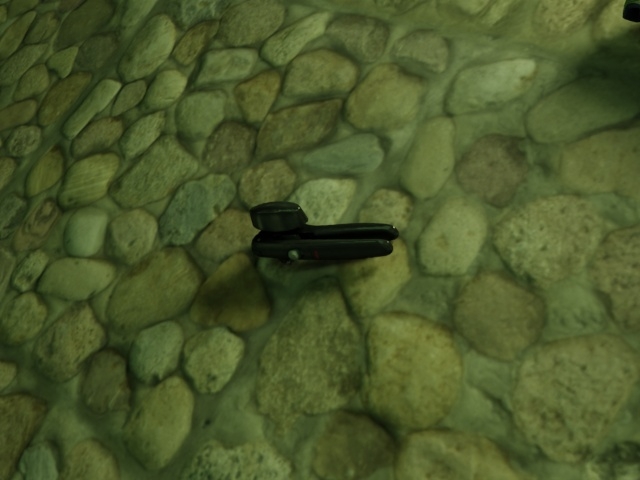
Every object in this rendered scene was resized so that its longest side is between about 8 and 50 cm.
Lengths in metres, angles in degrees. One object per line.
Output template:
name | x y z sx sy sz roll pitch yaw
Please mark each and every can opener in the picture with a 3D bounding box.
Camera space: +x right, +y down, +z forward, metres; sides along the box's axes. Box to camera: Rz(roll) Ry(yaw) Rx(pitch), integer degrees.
can opener | 0.000 0.000 1.069 0.186 0.073 0.059 7 54 27

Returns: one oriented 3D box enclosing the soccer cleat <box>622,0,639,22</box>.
soccer cleat | 0.419 -0.199 0.926 0.121 0.093 0.289 -60 43 27
